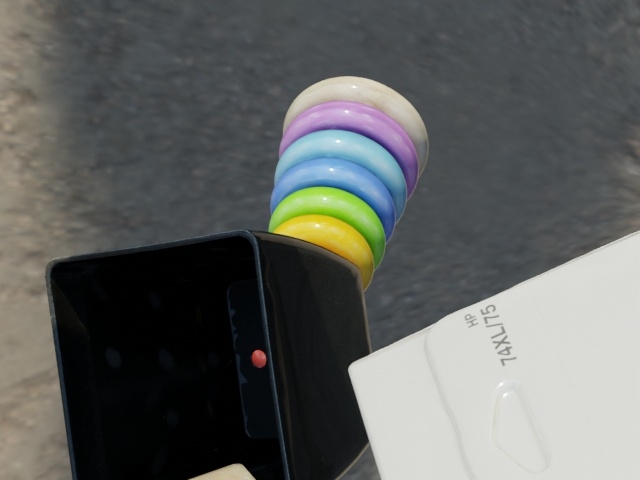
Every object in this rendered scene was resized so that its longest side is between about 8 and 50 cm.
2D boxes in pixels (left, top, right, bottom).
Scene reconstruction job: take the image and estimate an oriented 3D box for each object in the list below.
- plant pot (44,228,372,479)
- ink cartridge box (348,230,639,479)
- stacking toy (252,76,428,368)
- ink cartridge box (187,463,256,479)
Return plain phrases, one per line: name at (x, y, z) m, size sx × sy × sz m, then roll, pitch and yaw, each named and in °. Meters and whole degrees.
plant pot at (-0.060, 0.089, 1.312) m, size 0.187 × 0.167 × 0.188 m, roll -8°, pitch 90°, yaw 34°
ink cartridge box at (0.166, 0.168, 0.914) m, size 0.197 × 0.198 × 0.270 m, roll -25°, pitch 127°, yaw 6°
stacking toy at (0.000, 0.000, 1.647) m, size 0.141 × 0.330 × 0.141 m, roll 8°, pitch 131°, yaw 10°
ink cartridge box at (-0.056, 0.179, 0.342) m, size 0.193 × 0.088 × 0.235 m, roll -18°, pitch 52°, yaw -18°
